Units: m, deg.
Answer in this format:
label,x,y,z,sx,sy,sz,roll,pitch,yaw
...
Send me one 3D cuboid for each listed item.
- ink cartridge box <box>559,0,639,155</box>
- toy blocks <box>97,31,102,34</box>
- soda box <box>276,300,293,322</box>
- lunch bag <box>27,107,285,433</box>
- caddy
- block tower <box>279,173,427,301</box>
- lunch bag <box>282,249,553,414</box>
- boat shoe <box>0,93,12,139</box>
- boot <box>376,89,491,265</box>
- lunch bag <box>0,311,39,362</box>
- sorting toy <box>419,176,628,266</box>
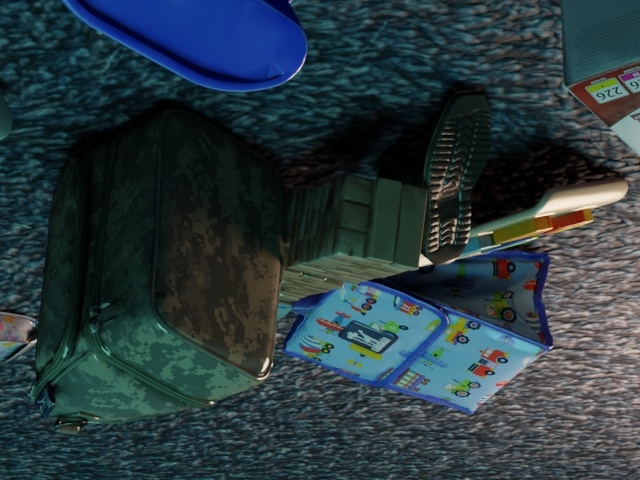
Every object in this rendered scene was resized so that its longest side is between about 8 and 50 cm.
label,x,y,z,sx,sy,sz,roll,pitch,yaw
ink cartridge box,0.427,-0.185,1.787,0.309,0.130,0.272,-18,148,31
toy blocks,-0.139,-0.238,1.789,0.148,0.054,0.123,3,153,-3
soda box,-0.123,0.049,2.319,0.183,0.063,0.058,14,148,-23
lunch bag,-0.197,0.044,2.058,0.256,0.305,0.212,-24,143,37
caddy,-0.111,-0.280,1.556,0.341,0.179,0.241,28,110,-39
block tower,0.000,0.000,2.102,0.091,0.097,0.335,14,165,-23
lunch bag,0.105,0.091,2.310,0.293,0.138,0.221,12,150,-18
boat shoe,-0.423,-0.158,1.936,0.219,0.078,0.070,29,142,-28
boot,0.111,-0.090,2.047,0.076,0.137,0.198,-3,118,-31
lunch bag,-0.416,0.130,2.498,0.083,0.053,0.071,9,154,-34
sorting toy,0.225,-0.014,2.131,0.208,0.038,0.193,-24,171,37
